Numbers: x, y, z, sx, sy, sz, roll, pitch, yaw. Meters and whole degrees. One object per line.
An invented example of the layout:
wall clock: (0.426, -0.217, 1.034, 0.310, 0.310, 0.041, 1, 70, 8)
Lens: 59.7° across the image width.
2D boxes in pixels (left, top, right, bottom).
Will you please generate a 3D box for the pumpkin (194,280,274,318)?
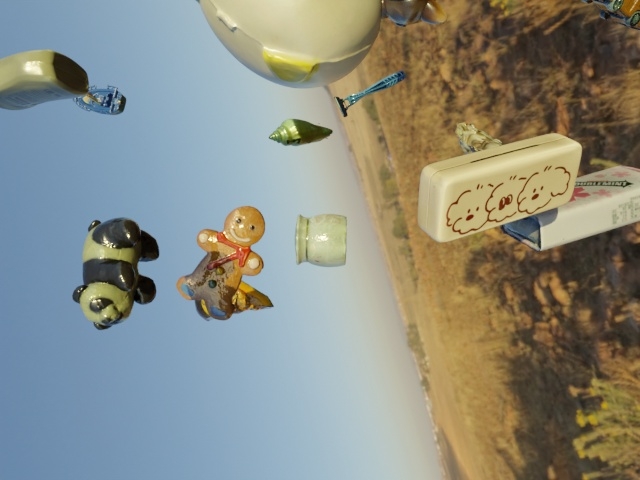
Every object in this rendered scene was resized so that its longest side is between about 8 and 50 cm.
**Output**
pumpkin: (-0.332, 0.241, 2.062, 0.281, 0.190, 0.139, 35, 157, -10)

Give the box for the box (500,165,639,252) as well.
box: (0.666, -0.088, 1.442, 0.190, 0.370, 0.112, -128, 25, -66)

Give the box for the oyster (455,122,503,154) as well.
oyster: (0.361, -0.193, 1.210, 0.053, 0.166, 0.108, -59, 10, 29)

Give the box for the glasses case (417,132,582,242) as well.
glasses case: (0.352, -0.107, 1.091, 0.076, 0.337, 0.143, -132, 31, -51)

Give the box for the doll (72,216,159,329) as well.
doll: (-0.411, 0.062, 1.125, 0.143, 0.135, 0.234, 71, -168, -66)

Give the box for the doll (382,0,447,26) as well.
doll: (0.211, -0.692, 1.336, 0.339, 0.318, 0.209, 69, -157, -49)

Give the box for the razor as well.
razor: (0.175, -0.521, 1.931, 0.082, 0.253, 0.042, 59, -161, -23)

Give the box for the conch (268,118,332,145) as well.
conch: (-0.067, -0.320, 1.674, 0.201, 0.095, 0.079, 2, -102, -40)

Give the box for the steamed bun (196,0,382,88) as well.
steamed bun: (-0.062, -0.468, 1.059, 0.374, 0.334, 0.334, 44, -179, 9)

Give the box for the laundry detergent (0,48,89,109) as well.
laundry detergent: (-0.691, -0.366, 1.305, 0.181, 0.254, 0.091, 8, -106, -75)

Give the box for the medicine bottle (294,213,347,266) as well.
medicine bottle: (0.000, 0.000, 1.527, 0.147, 0.143, 0.147, 0, -90, -89)

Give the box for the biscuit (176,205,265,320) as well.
biscuit: (-0.263, 0.048, 1.553, 0.205, 0.324, 0.049, 33, 179, -3)

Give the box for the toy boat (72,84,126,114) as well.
toy boat: (-0.678, -0.428, 1.656, 0.110, 0.175, 0.091, 33, -113, -69)

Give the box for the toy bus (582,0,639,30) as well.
toy bus: (0.719, -0.588, 1.326, 0.201, 0.114, 0.098, 11, -154, -37)
